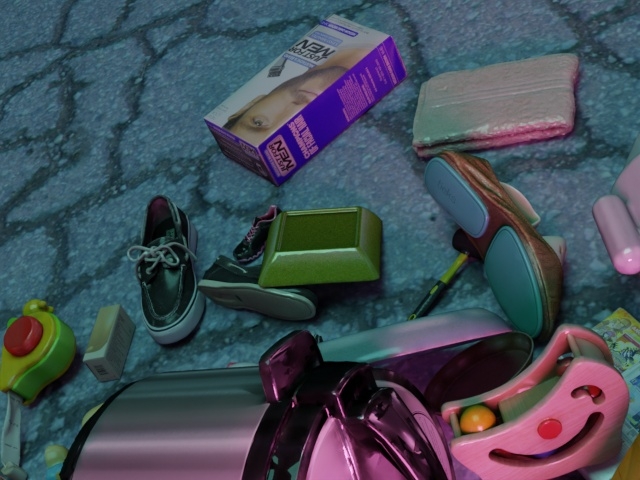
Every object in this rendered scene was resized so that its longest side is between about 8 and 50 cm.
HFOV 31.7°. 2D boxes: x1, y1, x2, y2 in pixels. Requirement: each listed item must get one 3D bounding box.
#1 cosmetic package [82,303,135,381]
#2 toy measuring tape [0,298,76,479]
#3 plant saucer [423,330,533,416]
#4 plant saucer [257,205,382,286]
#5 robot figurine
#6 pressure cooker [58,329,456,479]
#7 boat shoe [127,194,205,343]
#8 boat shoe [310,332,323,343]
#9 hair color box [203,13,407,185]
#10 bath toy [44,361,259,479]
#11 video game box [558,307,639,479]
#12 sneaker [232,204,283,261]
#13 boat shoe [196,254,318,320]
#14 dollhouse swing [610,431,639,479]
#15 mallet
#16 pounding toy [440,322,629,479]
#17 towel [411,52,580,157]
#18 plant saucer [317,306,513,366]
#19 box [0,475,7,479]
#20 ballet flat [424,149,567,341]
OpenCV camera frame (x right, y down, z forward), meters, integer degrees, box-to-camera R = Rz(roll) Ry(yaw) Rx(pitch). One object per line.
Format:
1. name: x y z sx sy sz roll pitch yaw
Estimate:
1. cosmetic package: -0.345 0.167 1.840 0.041 0.060 0.115 -12 41 19
2. toy measuring tape: -0.453 0.223 1.810 0.121 0.121 0.330 -19 49 11
3. plant saucer: 0.213 0.182 1.487 0.168 0.029 0.168 -33 15 10
4. plant saucer: 0.000 0.000 1.769 0.188 0.045 0.188 -4 30 7
5. robot figurine: 0.495 -0.001 1.429 0.299 0.200 0.353 1 38 -11
6. pressure cooker: -0.034 0.321 1.238 0.420 0.370 0.376 -9 58 34
7. boat shoe: -0.261 0.038 1.894 0.113 0.105 0.306 -16 41 14
8. boat shoe: 0.004 0.193 1.627 0.040 0.049 0.142 -13 48 9
9. hair color box: -0.027 -0.268 2.093 0.339 0.110 0.185 -43 43 -15
10. bath toy: -0.218 0.272 1.614 0.348 0.129 0.151 -26 83 5
11. video game box: 0.368 0.200 1.406 0.187 0.048 0.205 -35 40 -3
12. sneaker: -0.106 -0.015 1.902 0.119 0.057 0.047 -42 43 -14
13. boat shoe: -0.094 0.070 1.782 0.233 0.084 0.079 10 57 40
14. dollhouse swing: 0.427 0.361 1.040 0.304 0.347 0.315 23 20 -3
15. mallet: 0.180 0.055 1.683 0.189 0.039 0.062 -44 43 -13
16. pounding toy: 0.279 0.205 1.276 0.269 0.154 0.155 -20 30 7
17. towel: 0.295 -0.228 1.910 0.282 0.049 0.187 -6 45 23
18. plant saucer: 0.091 0.136 1.461 0.317 0.317 0.044 -15 82 15
19. box: -0.419 0.426 1.431 0.290 0.279 0.177 17 56 41
20. ballet flat: 0.276 -0.005 1.621 0.124 0.116 0.342 -8 48 -28
